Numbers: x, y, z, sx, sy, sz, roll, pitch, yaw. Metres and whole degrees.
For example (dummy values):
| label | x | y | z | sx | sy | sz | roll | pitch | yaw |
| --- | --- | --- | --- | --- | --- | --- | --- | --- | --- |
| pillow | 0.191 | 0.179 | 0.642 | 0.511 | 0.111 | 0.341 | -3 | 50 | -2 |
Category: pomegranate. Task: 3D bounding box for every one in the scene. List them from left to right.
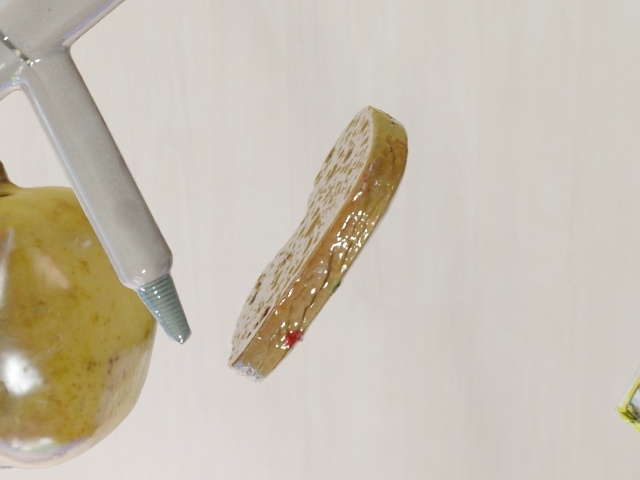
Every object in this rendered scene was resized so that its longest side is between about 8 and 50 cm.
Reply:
| label | x | y | z | sx | sy | sz | roll | pitch | yaw |
| --- | --- | --- | --- | --- | --- | --- | --- | --- | --- |
| pomegranate | -0.293 | 0.086 | 1.779 | 0.307 | 0.307 | 0.307 | -3 | 119 | -6 |

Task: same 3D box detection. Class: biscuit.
| label | x | y | z | sx | sy | sz | roll | pitch | yaw |
| --- | --- | --- | --- | --- | --- | --- | --- | --- | --- |
| biscuit | 0.002 | 0.001 | 1.813 | 0.052 | 0.262 | 0.277 | 32 | 100 | -10 |

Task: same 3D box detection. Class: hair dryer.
| label | x | y | z | sx | sy | sz | roll | pitch | yaw |
| --- | --- | --- | --- | --- | --- | --- | --- | --- | --- |
| hair dryer | -0.109 | -0.055 | 1.013 | 0.195 | 0.053 | 0.220 | -38 | 92 | 14 |

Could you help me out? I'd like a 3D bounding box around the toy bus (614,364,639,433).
| label | x | y | z | sx | sy | sz | roll | pitch | yaw |
| --- | --- | --- | --- | --- | --- | --- | --- | --- | --- |
| toy bus | 0.307 | 0.056 | 1.360 | 0.081 | 0.074 | 0.226 | 14 | 108 | -45 |
